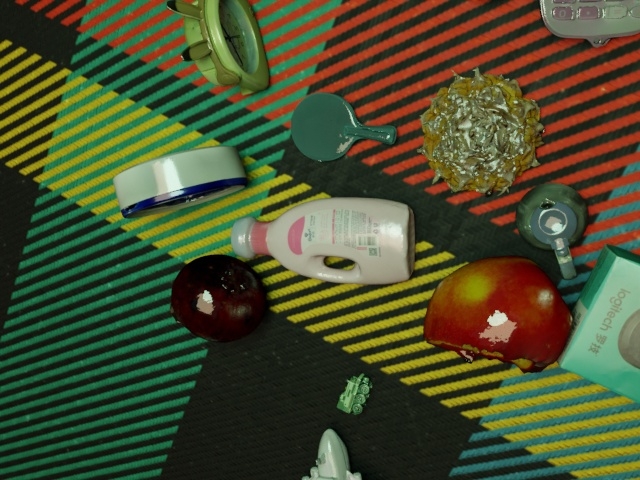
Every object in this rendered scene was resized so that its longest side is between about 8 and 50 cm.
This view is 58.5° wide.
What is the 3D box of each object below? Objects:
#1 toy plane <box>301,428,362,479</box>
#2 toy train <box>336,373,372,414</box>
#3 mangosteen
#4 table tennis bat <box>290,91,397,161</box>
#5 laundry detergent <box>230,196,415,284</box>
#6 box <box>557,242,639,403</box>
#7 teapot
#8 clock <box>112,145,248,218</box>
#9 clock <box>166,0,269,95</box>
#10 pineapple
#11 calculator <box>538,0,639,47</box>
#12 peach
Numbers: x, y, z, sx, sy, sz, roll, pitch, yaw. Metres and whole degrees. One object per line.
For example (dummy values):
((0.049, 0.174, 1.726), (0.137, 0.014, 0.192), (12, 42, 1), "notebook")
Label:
((0.033, 0.497, 1.115), (0.251, 0.101, 0.255), (-7, 98, 32), "toy plane")
((0.067, 0.295, 1.103), (0.053, 0.033, 0.083), (20, 106, 18), "toy train")
((-0.201, 0.119, 1.102), (0.200, 0.200, 0.199), (4, 101, 19), "mangosteen")
((0.039, -0.198, 1.024), (0.201, 0.033, 0.124), (11, 105, 20), "table tennis bat")
((0.000, 0.000, 1.044), (0.336, 0.088, 0.158), (1, 101, 20), "laundry detergent")
((0.547, 0.158, 0.866), (0.312, 0.118, 0.205), (24, 108, 14), "box")
((0.361, -0.015, 0.903), (0.111, 0.108, 0.148), (12, 103, 19), "teapot")
((-0.252, -0.105, 1.035), (0.231, 0.230, 0.083), (-17, 91, 21), "clock")
((-0.169, -0.339, 0.962), (0.069, 0.232, 0.169), (-11, 95, 20), "clock")
((0.257, -0.171, 0.930), (0.225, 0.076, 0.224), (3, 99, 19), "pineapple")
((0.406, -0.431, 0.824), (0.195, 0.043, 0.293), (-2, 103, -2), "calculator")
((0.275, 0.133, 0.918), (0.226, 0.190, 0.196), (-34, 96, 15), "peach")
